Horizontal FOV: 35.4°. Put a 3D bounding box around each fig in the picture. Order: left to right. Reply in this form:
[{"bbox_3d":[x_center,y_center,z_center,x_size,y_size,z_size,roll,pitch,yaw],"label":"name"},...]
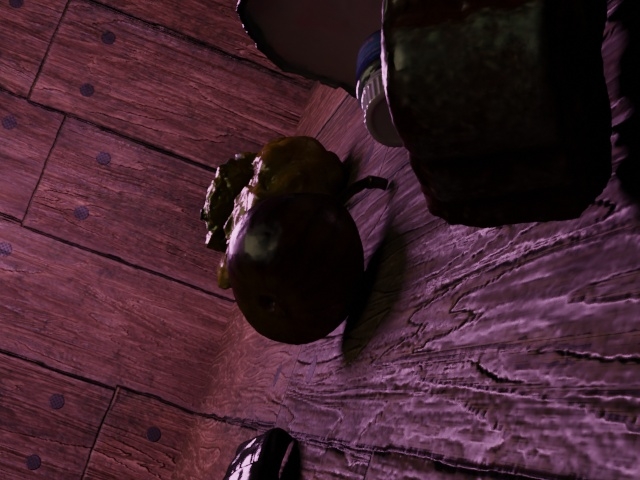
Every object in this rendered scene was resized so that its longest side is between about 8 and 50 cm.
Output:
[{"bbox_3d":[-0.023,0.007,1.065,0.149,0.148,0.202,41,-129,-63],"label":"fig"}]

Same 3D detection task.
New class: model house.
[{"bbox_3d":[0.041,-0.350,1.302,0.202,0.237,0.237,110,180,-55],"label":"model house"}]

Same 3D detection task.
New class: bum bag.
[{"bbox_3d":[-0.081,0.293,0.998,0.326,0.080,0.142,-90,26,-71],"label":"bum bag"}]

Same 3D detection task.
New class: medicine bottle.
[{"bbox_3d":[0.080,-0.165,1.078,0.203,0.084,0.083,-89,21,-62],"label":"medicine bottle"}]

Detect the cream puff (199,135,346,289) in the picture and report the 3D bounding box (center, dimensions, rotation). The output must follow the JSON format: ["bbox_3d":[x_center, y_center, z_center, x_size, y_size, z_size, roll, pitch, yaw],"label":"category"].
[{"bbox_3d":[-0.083,-0.043,1.503,0.282,0.185,0.281,-157,90,-79],"label":"cream puff"}]

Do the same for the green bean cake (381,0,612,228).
[{"bbox_3d":[0.102,-0.119,0.541,0.198,0.097,0.232,56,-146,-54],"label":"green bean cake"}]
